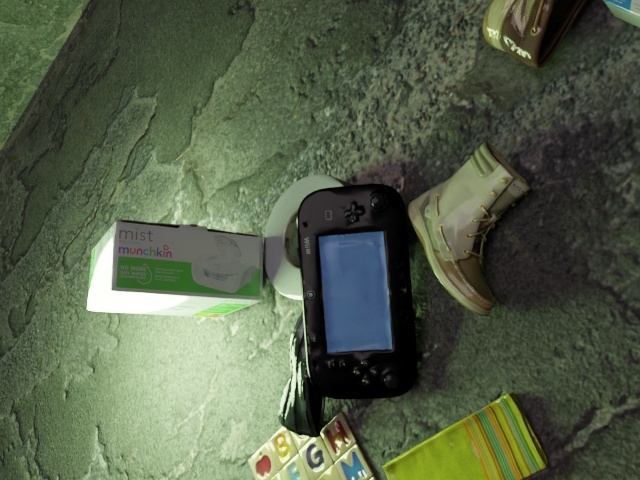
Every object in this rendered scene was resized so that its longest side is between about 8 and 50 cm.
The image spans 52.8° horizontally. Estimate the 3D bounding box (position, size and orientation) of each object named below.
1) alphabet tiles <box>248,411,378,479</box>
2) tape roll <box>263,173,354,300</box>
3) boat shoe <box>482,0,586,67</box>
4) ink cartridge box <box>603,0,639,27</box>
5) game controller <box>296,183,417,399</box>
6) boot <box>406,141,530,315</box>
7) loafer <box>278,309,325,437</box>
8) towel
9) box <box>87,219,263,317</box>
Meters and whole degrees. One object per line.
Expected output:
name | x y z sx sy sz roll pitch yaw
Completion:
alphabet tiles | -0.005 0.454 1.026 0.285 0.011 0.343 -49 50 23
tape roll | 0.000 0.000 1.106 0.219 0.072 0.220 -15 68 41
boat shoe | 0.356 -0.386 0.842 0.342 0.123 0.123 -56 47 22
ink cartridge box | 0.432 -0.329 0.803 0.123 0.052 0.088 -55 48 15
game controller | 0.054 0.077 0.970 0.166 0.067 0.320 -4 88 3
boot | 0.225 -0.020 0.897 0.165 0.077 0.213 -42 51 25
loafer | -0.009 0.207 1.039 0.078 0.076 0.224 14 98 31
towel | 0.188 0.305 0.878 0.237 0.021 0.102 -41 53 28
box | -0.265 0.058 1.168 0.231 0.261 0.127 -24 63 58
